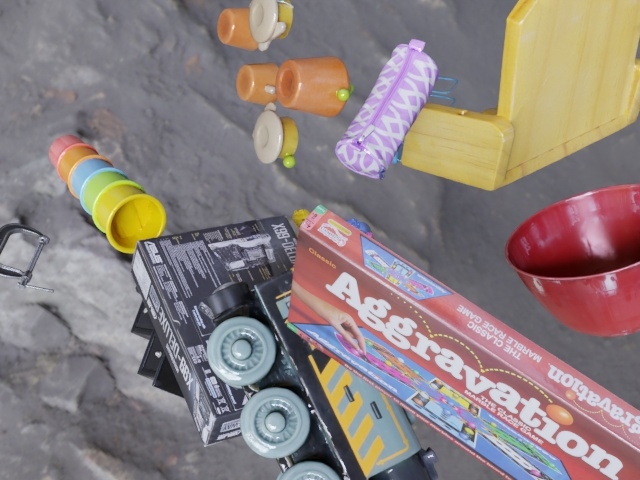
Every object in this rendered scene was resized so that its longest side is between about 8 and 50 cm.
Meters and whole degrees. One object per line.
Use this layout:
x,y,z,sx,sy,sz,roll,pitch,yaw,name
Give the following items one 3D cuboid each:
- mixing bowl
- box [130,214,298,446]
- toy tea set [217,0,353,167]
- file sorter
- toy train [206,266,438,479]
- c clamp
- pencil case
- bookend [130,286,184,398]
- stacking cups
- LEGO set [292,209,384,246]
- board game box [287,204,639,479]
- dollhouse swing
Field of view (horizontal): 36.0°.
0.279,0.029,0.957,0.181,0.181,0.098,-50,125,-50,mixing bowl
-0.103,0.114,1.397,0.242,0.077,0.307,-11,55,-29,box
-0.053,-0.289,1.614,0.124,0.200,0.336,-1,57,-33,toy tea set
0.218,-0.249,2.043,0.104,0.170,0.118,12,26,16,file sorter
-0.001,0.181,1.121,0.190,0.142,0.334,-25,81,-7,toy train
-0.551,0.031,1.836,0.137,0.022,0.161,10,43,-10,c clamp
0.096,-0.188,1.428,0.086,0.088,0.206,19,67,25,pencil case
-0.254,0.160,1.580,0.072,0.157,0.156,30,73,-38,bookend
-0.355,-0.085,1.548,0.096,0.096,0.316,2,22,-39,stacking cups
0.000,0.000,1.581,0.087,0.227,0.093,-83,155,-44,LEGO set
0.100,0.095,0.657,0.281,0.145,0.027,33,60,15,board game box
0.324,-0.290,1.588,0.346,0.315,0.305,-25,118,-28,dollhouse swing
